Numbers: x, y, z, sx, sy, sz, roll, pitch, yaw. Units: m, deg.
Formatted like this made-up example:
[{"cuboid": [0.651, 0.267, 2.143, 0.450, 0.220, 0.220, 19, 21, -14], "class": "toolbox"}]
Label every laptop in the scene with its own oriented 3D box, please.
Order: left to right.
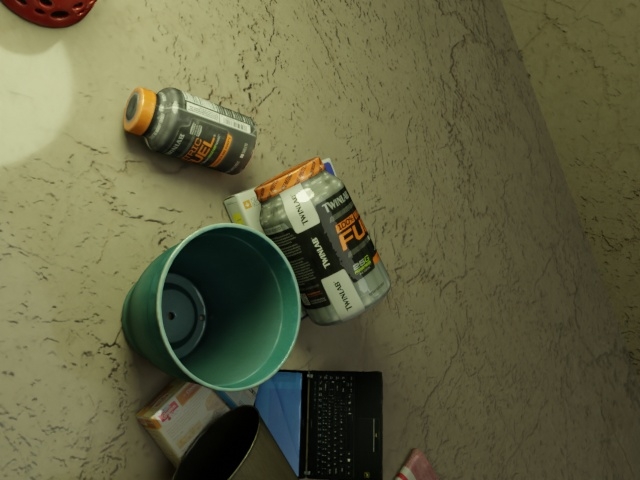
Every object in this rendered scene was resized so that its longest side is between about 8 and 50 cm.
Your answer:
[{"cuboid": [-0.006, 0.394, 1.239, 0.136, 0.264, 0.234, 45, 45, -71], "class": "laptop"}]

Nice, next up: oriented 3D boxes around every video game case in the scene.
[{"cuboid": [-0.162, 0.257, 1.164, 0.119, 0.015, 0.166, 53, 26, -24], "class": "video game case"}]

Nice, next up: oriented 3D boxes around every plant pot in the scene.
[{"cuboid": [-0.462, -0.498, 1.018, 0.191, 0.174, 0.191, 13, 71, -41], "class": "plant pot"}, {"cuboid": [-0.218, 0.124, 1.035, 0.271, 0.255, 0.272, 10, 75, -39], "class": "plant pot"}]

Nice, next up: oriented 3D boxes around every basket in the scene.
[{"cuboid": [-0.122, 0.446, 1.033, 0.204, 0.154, 0.227, -50, 119, -31], "class": "basket"}]

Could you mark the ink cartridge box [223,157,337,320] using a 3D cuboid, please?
[{"cuboid": [-0.038, -0.005, 1.351, 0.303, 0.072, 0.307, -28, 102, -42], "class": "ink cartridge box"}]

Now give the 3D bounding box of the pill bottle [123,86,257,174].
[{"cuboid": [-0.260, -0.222, 1.160, 0.245, 0.130, 0.130, 14, 71, -38], "class": "pill bottle"}]

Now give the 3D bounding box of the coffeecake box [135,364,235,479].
[{"cuboid": [-0.230, 0.351, 1.099, 0.142, 0.068, 0.185, -43, 109, -38], "class": "coffeecake box"}]

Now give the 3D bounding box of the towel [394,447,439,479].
[{"cuboid": [0.219, 0.719, 1.434, 0.329, 0.037, 0.237, -46, 110, -37], "class": "towel"}]

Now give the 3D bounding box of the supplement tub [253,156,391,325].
[{"cuboid": [0.000, 0.000, 1.209, 0.193, 0.193, 0.316, -37, 105, -40], "class": "supplement tub"}]
